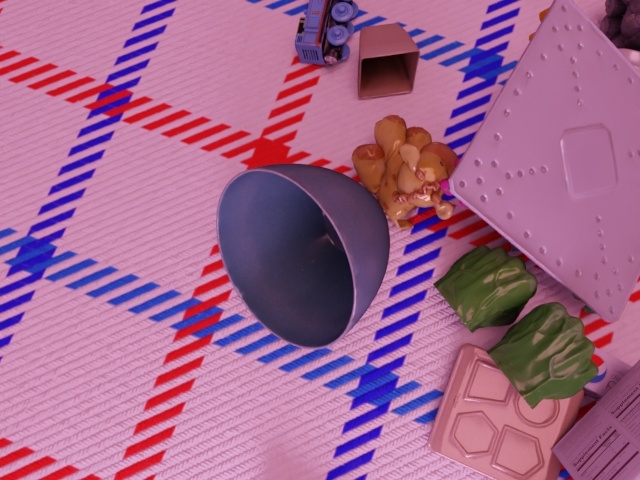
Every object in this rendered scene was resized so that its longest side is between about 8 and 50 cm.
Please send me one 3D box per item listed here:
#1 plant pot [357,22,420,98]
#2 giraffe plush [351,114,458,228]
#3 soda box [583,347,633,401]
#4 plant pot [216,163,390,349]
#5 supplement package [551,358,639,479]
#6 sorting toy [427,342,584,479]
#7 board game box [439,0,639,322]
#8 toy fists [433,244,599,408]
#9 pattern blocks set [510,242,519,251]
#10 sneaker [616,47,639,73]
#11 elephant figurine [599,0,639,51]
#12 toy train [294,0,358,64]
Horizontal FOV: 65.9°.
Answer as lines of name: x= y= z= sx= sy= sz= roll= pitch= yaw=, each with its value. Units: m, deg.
plant pot: x=0.119 y=-0.350 z=0.945 sx=0.109 sy=0.109 sz=0.096 roll=-8 pitch=66 yaw=-2
giraffe plush: x=0.156 y=-0.112 z=0.832 sx=0.182 sy=0.170 sz=0.210 roll=25 pitch=82 yaw=-18
soda box: x=0.469 y=0.228 z=0.832 sx=0.216 sy=0.074 sz=0.069 roll=29 pitch=79 yaw=6
plant pot: x=0.000 y=0.000 z=0.802 sx=0.195 sy=0.290 sz=0.290 roll=-28 pitch=77 yaw=-42
supplement package: x=0.527 y=0.346 z=0.715 sx=0.262 sy=0.145 sz=0.204 roll=37 pitch=99 yaw=-7
sorting toy: x=0.305 y=0.297 z=0.823 sx=0.209 sy=0.038 sz=0.192 roll=20 pitch=83 yaw=12
board game box: x=0.426 y=-0.127 z=0.817 sx=0.390 sy=0.050 sz=0.389 roll=36 pitch=77 yaw=-17
toy fists: x=0.318 y=0.127 z=0.806 sx=0.142 sy=0.096 sz=0.279 roll=-38 pitch=52 yaw=8
pattern blocks set: x=0.500 y=-0.081 z=0.922 sx=0.325 sy=0.026 sz=0.285 roll=2 pitch=78 yaw=0
sneaker: x=0.661 y=-0.257 z=0.939 sx=0.290 sy=0.106 sz=0.123 roll=20 pitch=104 yaw=2
elephant figurine: x=0.679 y=-0.428 z=0.924 sx=0.240 sy=0.169 sz=0.185 roll=-3 pitch=72 yaw=3
toy train: x=0.014 y=-0.434 z=0.974 sx=0.105 sy=0.080 sz=0.184 roll=9 pitch=78 yaw=8
